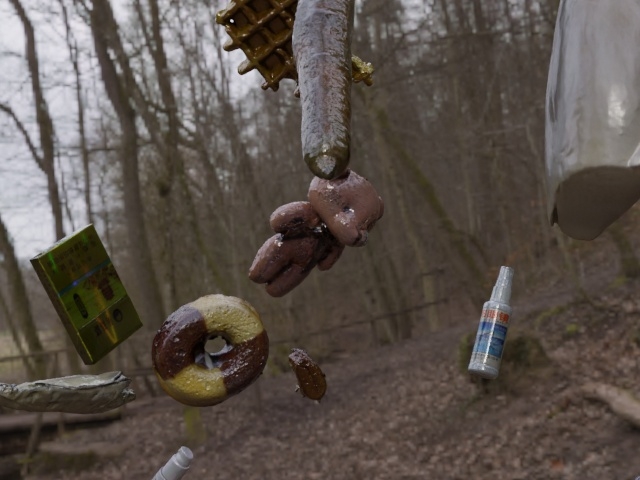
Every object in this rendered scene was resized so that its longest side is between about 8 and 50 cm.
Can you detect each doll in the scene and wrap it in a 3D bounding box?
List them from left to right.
[{"bbox_3d":[0.000,0.000,1.678,0.201,0.303,0.156,38,4,-43],"label":"doll"}]

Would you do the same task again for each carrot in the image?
[{"bbox_3d":[0.002,-0.175,0.875,0.070,0.342,0.070,1,-42,1],"label":"carrot"}]

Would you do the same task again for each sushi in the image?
[{"bbox_3d":[-0.023,0.258,1.630,0.061,0.118,0.060,-13,6,-13],"label":"sushi"}]

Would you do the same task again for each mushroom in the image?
[{"bbox_3d":[0.356,-0.211,1.086,0.137,0.408,0.154,4,-10,5],"label":"mushroom"}]

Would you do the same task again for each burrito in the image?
[{"bbox_3d":[-0.366,0.221,1.263,0.229,0.058,0.063,11,-59,-42],"label":"burrito"}]

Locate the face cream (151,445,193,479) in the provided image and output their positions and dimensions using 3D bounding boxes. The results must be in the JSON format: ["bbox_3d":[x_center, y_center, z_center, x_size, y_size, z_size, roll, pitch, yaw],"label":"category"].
[{"bbox_3d":[-0.213,0.331,1.166,0.130,0.034,0.034,-54,-25,16],"label":"face cream"}]

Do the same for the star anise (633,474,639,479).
[{"bbox_3d":[0.229,0.324,0.831,0.102,0.272,0.272,34,-12,-6],"label":"star anise"}]

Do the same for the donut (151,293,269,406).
[{"bbox_3d":[-0.165,0.169,1.312,0.184,0.166,0.073,-17,1,-12],"label":"donut"}]

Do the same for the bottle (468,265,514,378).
[{"bbox_3d":[0.335,0.155,1.654,0.060,0.217,0.060,16,-16,5],"label":"bottle"}]

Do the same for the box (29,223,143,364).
[{"bbox_3d":[-0.371,0.086,1.380,0.030,0.193,0.121,-10,21,38],"label":"box"}]

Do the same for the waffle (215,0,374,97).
[{"bbox_3d":[-0.038,-0.373,1.381,0.259,0.293,0.069,2,25,-1],"label":"waffle"}]
